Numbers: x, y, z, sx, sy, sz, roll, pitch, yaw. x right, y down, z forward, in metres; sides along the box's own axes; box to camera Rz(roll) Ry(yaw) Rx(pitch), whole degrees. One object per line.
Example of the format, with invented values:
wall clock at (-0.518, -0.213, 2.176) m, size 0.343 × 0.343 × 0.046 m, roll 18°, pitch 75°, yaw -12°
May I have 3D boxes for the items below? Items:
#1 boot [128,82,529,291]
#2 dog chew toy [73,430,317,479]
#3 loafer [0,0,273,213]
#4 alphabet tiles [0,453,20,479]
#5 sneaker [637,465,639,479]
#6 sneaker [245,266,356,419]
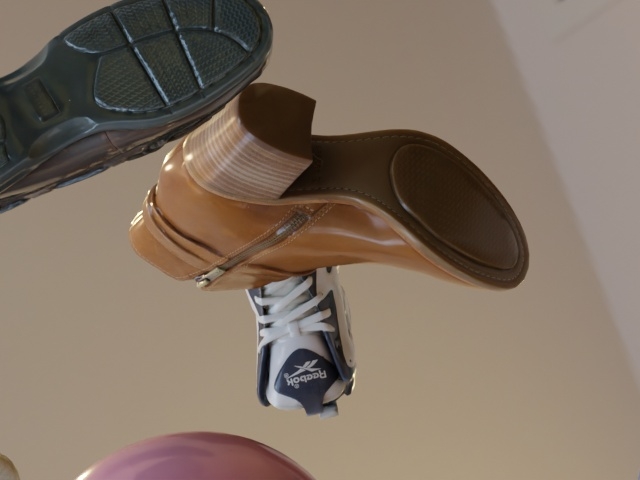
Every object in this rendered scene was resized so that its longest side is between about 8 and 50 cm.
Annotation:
boot at (0.000, 0.000, 1.413) m, size 0.283 × 0.220 × 0.109 m, roll 20°, pitch -126°, yaw -21°
dog chew toy at (-0.045, 0.274, 1.002) m, size 0.207 × 0.206 × 0.332 m, roll -1°, pitch -129°, yaw -34°
loafer at (-0.154, -0.089, 1.204) m, size 0.268 × 0.084 × 0.096 m, roll -24°, pitch -110°, yaw -1°
alphabet tiles at (-0.207, 0.208, 0.718) m, size 0.284 × 0.021 × 0.278 m, roll 1°, pitch -70°, yaw -7°
sneaker at (0.106, 0.071, 0.279) m, size 0.112 × 0.131 × 0.296 m, roll 7°, pitch -138°, yaw 7°
sneaker at (-0.021, 0.069, 1.546) m, size 0.094 × 0.235 × 0.153 m, roll -11°, pitch -128°, yaw 1°
